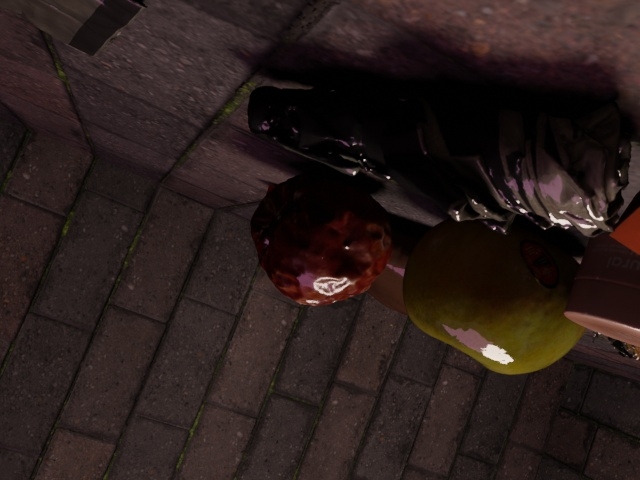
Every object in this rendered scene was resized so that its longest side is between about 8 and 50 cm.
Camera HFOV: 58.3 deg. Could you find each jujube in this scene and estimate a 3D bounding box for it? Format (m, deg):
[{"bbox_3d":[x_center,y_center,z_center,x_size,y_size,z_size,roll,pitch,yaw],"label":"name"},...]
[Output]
[{"bbox_3d":[0.000,0.000,0.918,0.213,0.213,0.232,24,-179,-24],"label":"jujube"}]

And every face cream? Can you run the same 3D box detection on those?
[{"bbox_3d":[0.373,0.062,0.663,0.149,0.104,0.149,21,175,2],"label":"face cream"}]

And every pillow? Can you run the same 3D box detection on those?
[{"bbox_3d":[0.195,0.086,1.144,0.305,0.108,0.308,26,163,18],"label":"pillow"}]

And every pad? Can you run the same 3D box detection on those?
[{"bbox_3d":[-0.281,-0.251,0.576,0.174,0.022,0.233,26,172,-31],"label":"pad"}]

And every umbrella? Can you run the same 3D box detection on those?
[{"bbox_3d":[0.072,-0.075,0.496,0.357,0.106,0.113,18,177,34],"label":"umbrella"}]

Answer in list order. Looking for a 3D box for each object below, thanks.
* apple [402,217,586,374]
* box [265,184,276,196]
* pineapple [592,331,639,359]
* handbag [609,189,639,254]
[{"bbox_3d":[0.246,0.076,0.821,0.261,0.194,0.261,28,178,1],"label":"apple"},{"bbox_3d":[0.001,-0.056,1.211,0.229,0.050,0.123,17,175,33],"label":"box"},{"bbox_3d":[0.498,0.139,0.904,0.125,0.125,0.251,22,178,-6],"label":"pineapple"},{"bbox_3d":[0.302,0.011,0.359,0.190,0.063,0.127,37,164,16],"label":"handbag"}]
